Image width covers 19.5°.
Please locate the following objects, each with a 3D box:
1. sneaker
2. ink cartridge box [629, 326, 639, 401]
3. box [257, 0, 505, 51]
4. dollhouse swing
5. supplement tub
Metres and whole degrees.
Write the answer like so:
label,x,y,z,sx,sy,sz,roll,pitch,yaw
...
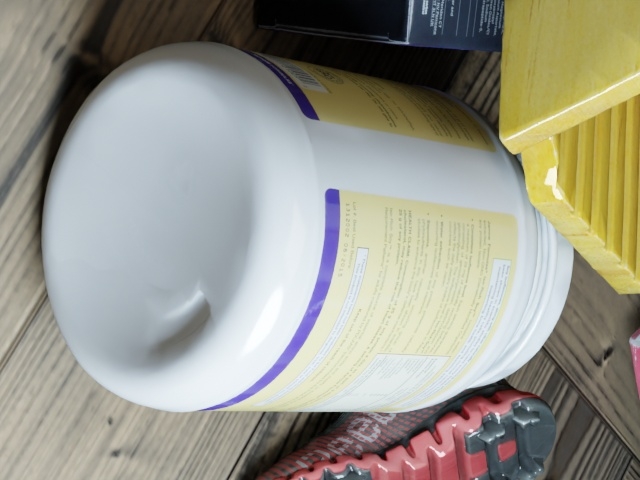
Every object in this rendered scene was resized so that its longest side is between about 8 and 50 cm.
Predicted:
label,x,y,z,sx,sy,sz,roll,pitch,yaw
sneaker,0.045,0.170,1.497,0.276,0.135,0.097,-20,129,-18
ink cartridge box,0.474,0.194,1.903,0.279,0.160,0.384,-41,131,-33
box,0.078,-0.201,1.401,0.207,0.153,0.108,-2,100,-47
dollhouse swing,0.334,-0.150,1.340,0.347,0.305,0.315,38,52,-58
supplement tub,0.000,0.000,1.297,0.331,0.241,0.241,7,94,-48
